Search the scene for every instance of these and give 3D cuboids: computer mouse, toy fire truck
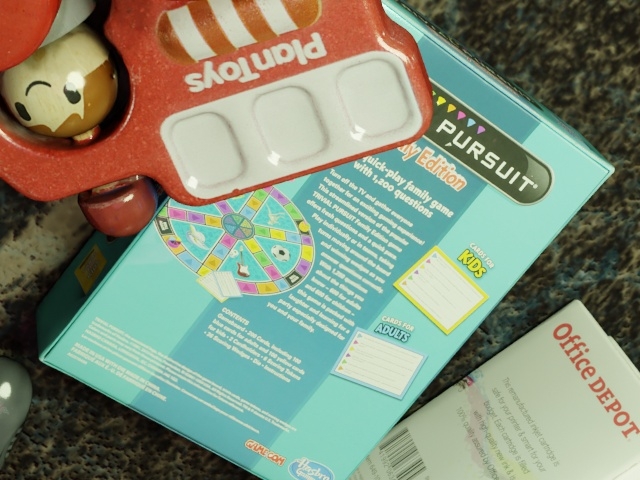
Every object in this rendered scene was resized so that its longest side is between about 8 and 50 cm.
[{"bbox_3d":[-0.280,0.186,1.088,0.071,0.041,0.242,21,110,-24],"label":"computer mouse"},{"bbox_3d":[-0.107,-0.124,0.873,0.302,0.169,0.254,-18,117,10],"label":"toy fire truck"}]

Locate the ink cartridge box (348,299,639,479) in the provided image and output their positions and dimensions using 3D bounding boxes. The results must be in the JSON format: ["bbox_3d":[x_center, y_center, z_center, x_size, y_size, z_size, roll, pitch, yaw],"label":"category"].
[{"bbox_3d":[0.169,0.227,1.134,0.270,0.198,0.197,-36,119,6],"label":"ink cartridge box"}]

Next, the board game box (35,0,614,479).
[{"bbox_3d":[0.000,0.000,1.042,0.253,0.079,0.336,33,104,-26],"label":"board game box"}]
